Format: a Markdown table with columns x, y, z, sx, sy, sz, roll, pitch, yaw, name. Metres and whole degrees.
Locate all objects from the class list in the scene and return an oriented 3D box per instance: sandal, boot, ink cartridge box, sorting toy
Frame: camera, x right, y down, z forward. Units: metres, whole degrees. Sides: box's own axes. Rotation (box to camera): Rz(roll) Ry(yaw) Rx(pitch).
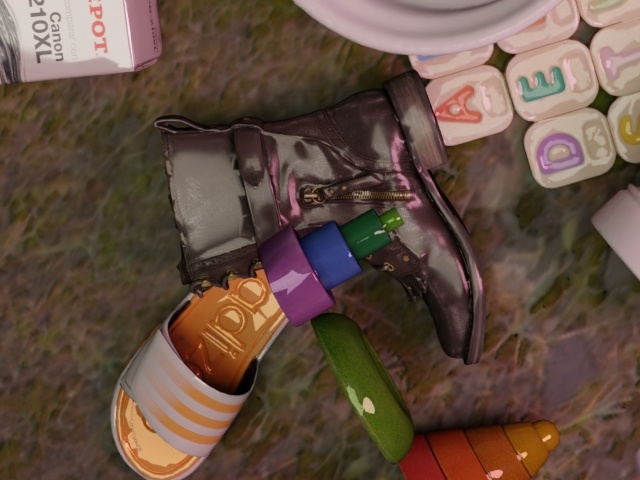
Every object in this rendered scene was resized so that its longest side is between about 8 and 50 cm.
| x | y | z | sx | sy | sz | roll | pitch | yaw | name |
| --- | --- | --- | --- | --- | --- | --- | --- | --- | --- |
| -0.093 | 0.089 | 1.279 | 0.102 | 0.076 | 0.265 | 33 | 102 | -2 | sandal |
| 0.000 | 0.000 | 1.234 | 0.229 | 0.091 | 0.263 | -17 | 98 | 1 | boot |
| -0.257 | -0.209 | 1.216 | 0.237 | 0.100 | 0.172 | -5 | 101 | 6 | ink cartridge box |
| 0.085 | 0.102 | 1.188 | 0.126 | 0.127 | 0.365 | -30 | 128 | 4 | sorting toy |

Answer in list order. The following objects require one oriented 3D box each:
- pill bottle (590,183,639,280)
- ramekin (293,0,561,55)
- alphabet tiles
| x | y | z | sx | sy | sz | roll | pitch | yaw | name |
| --- | --- | --- | --- | --- | --- | --- | --- | --- | --- |
| 0.370 | -0.074 | 1.148 | 0.334 | 0.188 | 0.188 | -42 | 96 | 10 | pill bottle |
| 0.088 | -0.278 | 1.137 | 0.277 | 0.135 | 0.277 | 3 | 101 | 15 | ramekin |
| 0.200 | -0.191 | 1.225 | 0.278 | 0.021 | 0.284 | -16 | 101 | 8 | alphabet tiles |
